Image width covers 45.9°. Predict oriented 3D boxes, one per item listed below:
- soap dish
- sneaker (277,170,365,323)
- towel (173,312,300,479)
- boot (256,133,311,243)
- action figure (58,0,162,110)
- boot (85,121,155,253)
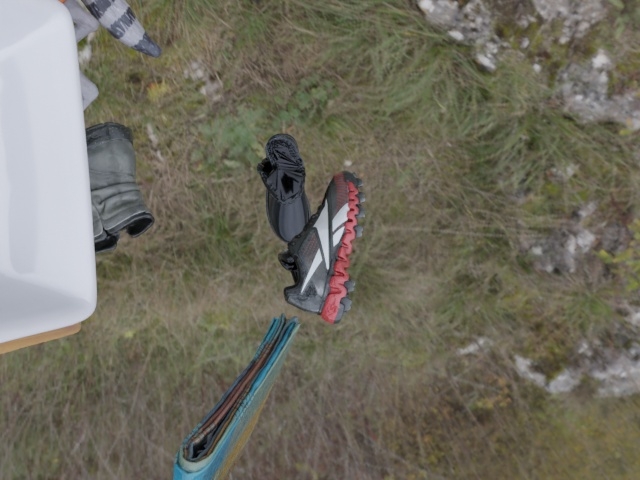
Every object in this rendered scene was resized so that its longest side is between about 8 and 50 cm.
[{"bbox_3d":[-0.280,-0.056,0.558,0.118,0.229,0.290,-3,93,19],"label":"soap dish"},{"bbox_3d":[0.000,0.000,1.294,0.135,0.276,0.097,11,162,-3],"label":"sneaker"},{"bbox_3d":[-0.144,0.295,1.035,0.040,0.271,0.370,29,133,7],"label":"towel"},{"bbox_3d":[-0.071,-0.092,1.513,0.094,0.207,0.246,-5,103,0],"label":"boot"},{"bbox_3d":[-0.279,-0.321,0.709,0.179,0.341,0.330,-7,132,7],"label":"action figure"},{"bbox_3d":[-0.352,-0.052,1.042,0.246,0.161,0.083,-18,165,18],"label":"boot"}]
